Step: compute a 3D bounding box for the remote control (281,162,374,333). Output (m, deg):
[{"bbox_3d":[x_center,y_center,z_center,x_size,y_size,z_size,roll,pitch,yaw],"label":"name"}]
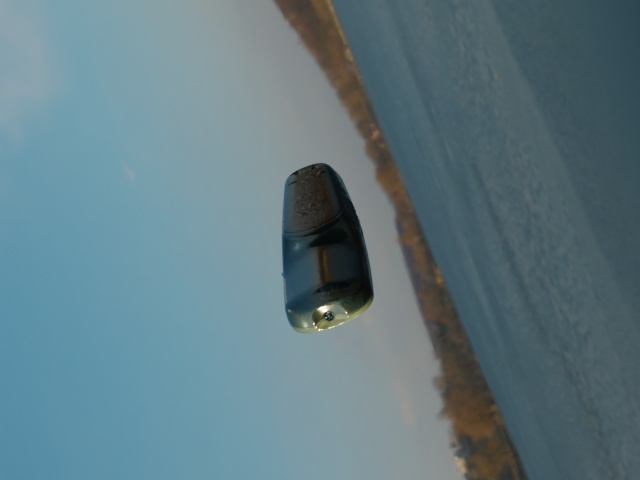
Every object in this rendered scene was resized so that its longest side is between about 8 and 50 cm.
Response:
[{"bbox_3d":[0.000,0.000,0.768,0.222,0.072,0.042,-98,-15,-57],"label":"remote control"}]
